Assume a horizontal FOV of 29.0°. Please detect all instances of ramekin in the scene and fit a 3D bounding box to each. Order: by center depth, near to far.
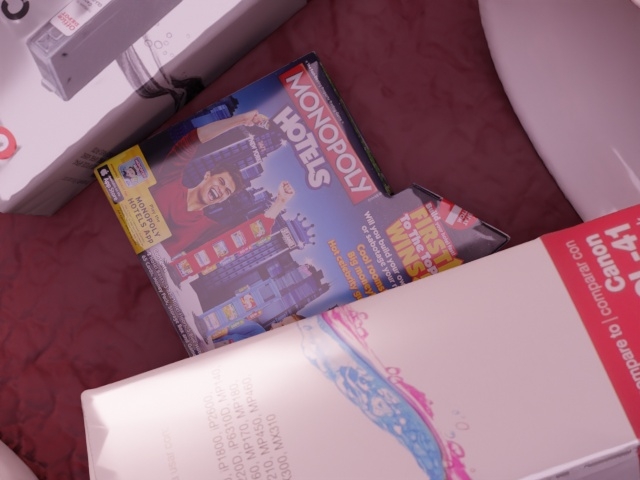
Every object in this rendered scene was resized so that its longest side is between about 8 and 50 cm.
[{"bbox_3d":[0.214,-0.068,0.616,0.135,0.277,0.277,-34,89,-5],"label":"ramekin"}]

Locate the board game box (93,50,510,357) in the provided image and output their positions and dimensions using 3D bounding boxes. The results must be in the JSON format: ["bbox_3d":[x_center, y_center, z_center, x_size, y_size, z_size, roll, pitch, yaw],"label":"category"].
[{"bbox_3d":[0.000,0.000,0.724,0.194,0.060,0.194,-27,89,1],"label":"board game box"}]

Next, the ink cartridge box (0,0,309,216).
[{"bbox_3d":[-0.129,-0.170,0.701,0.273,0.114,0.197,-40,89,2],"label":"ink cartridge box"}]

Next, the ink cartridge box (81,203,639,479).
[{"bbox_3d":[0.062,0.129,0.630,0.306,0.226,0.131,-17,53,2],"label":"ink cartridge box"}]

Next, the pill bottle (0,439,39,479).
[{"bbox_3d":[-0.307,0.243,0.670,0.188,0.188,0.334,34,91,2],"label":"pill bottle"}]
